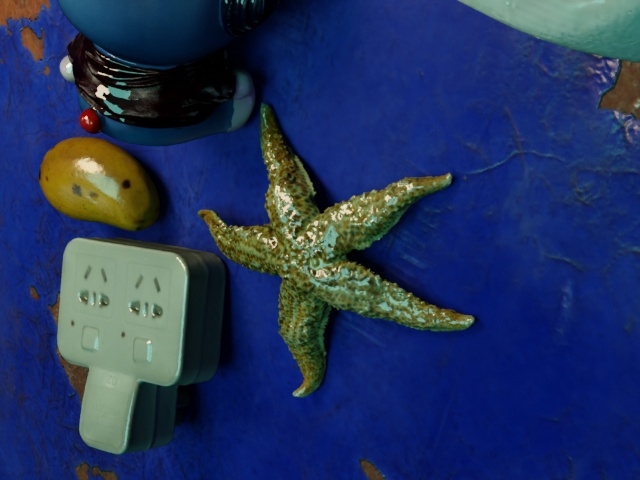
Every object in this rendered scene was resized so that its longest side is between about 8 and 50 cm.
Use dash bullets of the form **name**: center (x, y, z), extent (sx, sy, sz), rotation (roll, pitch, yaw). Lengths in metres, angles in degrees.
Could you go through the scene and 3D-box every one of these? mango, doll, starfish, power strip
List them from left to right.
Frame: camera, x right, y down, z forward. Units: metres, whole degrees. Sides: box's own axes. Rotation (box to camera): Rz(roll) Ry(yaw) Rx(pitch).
- **mango**: center (-0.283, -0.074, 1.586), extent (0.178, 0.090, 0.115), rotation (14, 125, 34)
- **power strip**: center (-0.220, 0.134, 1.594), extent (0.229, 0.141, 0.261), rotation (8, 94, 39)
- **doll**: center (-0.179, -0.266, 1.344), extent (0.284, 0.240, 0.310), rotation (25, 125, 17)
- **starfish**: center (-0.001, 0.000, 1.379), extent (0.358, 0.078, 0.347), rotation (-44, 72, 40)

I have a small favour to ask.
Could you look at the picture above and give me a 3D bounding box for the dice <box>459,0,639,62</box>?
- **dice**: center (0.234, -0.299, 0.943), extent (0.268, 0.264, 0.263), rotation (31, 122, 29)
